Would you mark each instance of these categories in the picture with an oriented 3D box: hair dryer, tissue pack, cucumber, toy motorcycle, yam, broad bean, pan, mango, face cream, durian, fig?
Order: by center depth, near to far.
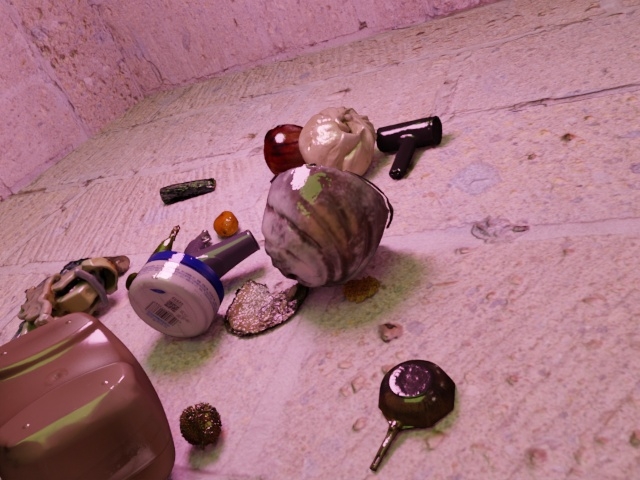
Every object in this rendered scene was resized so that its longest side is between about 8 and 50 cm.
[{"bbox_3d":[0.149,0.272,0.869,0.128,0.048,0.202,-8,35,22],"label":"pan"},{"bbox_3d":[-0.431,0.329,0.960,0.267,0.277,0.387,-31,32,-27],"label":"tissue pack"},{"bbox_3d":[-0.221,0.341,0.980,0.080,0.080,0.091,-19,43,7],"label":"durian"},{"bbox_3d":[-0.339,0.133,1.248,0.206,0.206,0.111,-8,35,24],"label":"face cream"},{"bbox_3d":[-0.696,0.184,1.452,0.237,0.169,0.410,-15,37,24],"label":"toy motorcycle"},{"bbox_3d":[-0.480,0.079,1.486,0.292,0.049,0.144,-41,25,32],"label":"broad bean"},{"bbox_3d":[-0.323,0.028,1.500,0.301,0.121,0.361,-30,23,1],"label":"hair dryer"},{"bbox_3d":[0.251,-0.277,1.620,0.197,0.089,0.251,-4,42,28],"label":"hair dryer"},{"bbox_3d":[-0.293,-0.052,1.644,0.080,0.060,0.114,-39,33,1],"label":"mango"},{"bbox_3d":[-0.724,0.086,1.717,0.252,0.061,0.061,-7,34,25],"label":"yam"},{"bbox_3d":[-0.069,-0.310,1.788,0.249,0.186,0.204,-19,12,-8],"label":"fig"},{"bbox_3d":[-0.495,-0.198,1.995,0.211,0.062,0.078,-15,31,13],"label":"cucumber"}]

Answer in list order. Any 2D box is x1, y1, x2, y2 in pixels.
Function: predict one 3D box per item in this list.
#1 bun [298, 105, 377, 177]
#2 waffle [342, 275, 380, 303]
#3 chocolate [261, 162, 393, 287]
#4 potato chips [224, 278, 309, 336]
[{"bbox_3d":[0.056,-0.313,1.640,0.259,0.160,0.259,3,54,-4],"label":"bun"},{"bbox_3d":[0.091,0.107,1.193,0.085,0.016,0.078,-24,34,0],"label":"waffle"},{"bbox_3d":[0.000,0.000,1.200,0.303,0.303,0.213,-3,53,30],"label":"chocolate"},{"bbox_3d":[-0.127,0.147,1.268,0.220,0.029,0.202,-17,32,15],"label":"potato chips"}]
